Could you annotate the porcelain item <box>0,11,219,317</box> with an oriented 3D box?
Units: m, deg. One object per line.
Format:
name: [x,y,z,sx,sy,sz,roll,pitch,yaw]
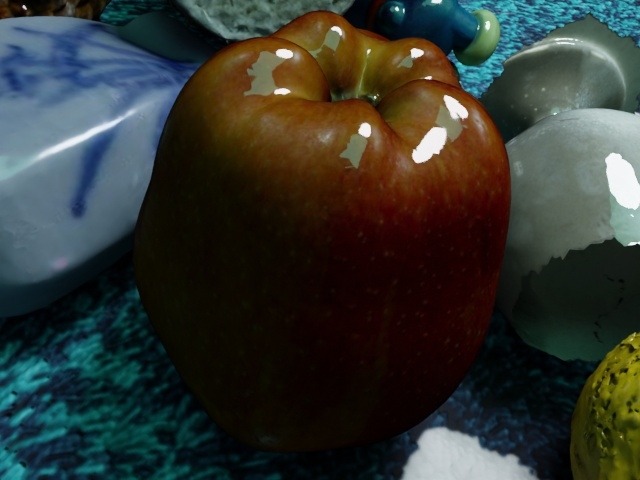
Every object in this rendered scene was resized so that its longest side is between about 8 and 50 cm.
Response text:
porcelain item: [-0.261,-0.068,0.524,0.242,0.178,0.405,39,49,18]

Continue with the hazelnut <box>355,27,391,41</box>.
hazelnut: [0.016,-0.155,0.658,0.181,0.212,0.181,-32,90,13]

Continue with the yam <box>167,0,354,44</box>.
yam: [-0.073,-0.337,0.640,0.241,0.241,0.348,0,28,-15]

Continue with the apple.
apple: [0.000,0.000,0.471,0.288,0.316,0.288,10,35,-7]

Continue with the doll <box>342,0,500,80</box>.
doll: [0.105,-0.353,0.824,0.186,0.198,0.322,10,42,-41]

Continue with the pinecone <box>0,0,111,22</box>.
pinecone: [-0.362,-0.282,0.632,0.264,0.264,0.264,7,52,-9]

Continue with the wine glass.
wine glass: [0.267,-0.052,0.621,0.238,0.238,0.323,10,47,-7]

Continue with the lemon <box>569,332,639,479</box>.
lemon: [0.338,0.171,0.434,0.310,0.258,0.257,5,52,-13]
